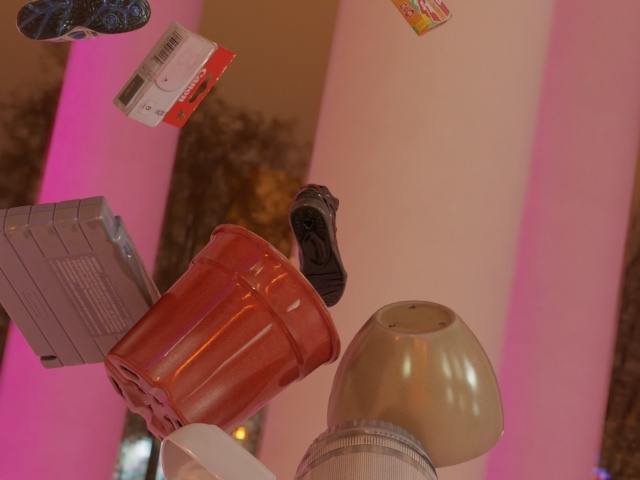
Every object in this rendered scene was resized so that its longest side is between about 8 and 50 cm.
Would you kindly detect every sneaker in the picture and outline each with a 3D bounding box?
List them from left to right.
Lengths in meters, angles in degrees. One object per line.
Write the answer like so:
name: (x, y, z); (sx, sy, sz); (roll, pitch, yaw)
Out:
sneaker: (-0.366, -0.349, 2.090); (0.211, 0.080, 0.081); (-7, 6, -21)
sneaker: (0.000, 0.000, 2.289); (0.087, 0.130, 0.227); (-5, -56, 13)

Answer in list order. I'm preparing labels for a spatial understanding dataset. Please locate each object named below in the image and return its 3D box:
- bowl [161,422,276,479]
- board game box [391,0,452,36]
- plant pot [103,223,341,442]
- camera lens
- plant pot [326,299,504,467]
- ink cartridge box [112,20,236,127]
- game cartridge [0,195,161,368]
bowl: (-0.100, 0.252, 1.427); (0.142, 0.053, 0.142); (37, -29, 14)
board game box: (0.127, -0.481, 2.409); (0.039, 0.259, 0.124); (-41, -2, 31)
plant pot: (-0.158, 0.161, 2.011); (0.272, 0.265, 0.272); (38, -26, 23)
camera lens: (0.061, 0.403, 1.885); (0.219, 0.219, 0.274); (10, 26, -1)
plant pot: (0.150, 0.206, 2.147); (0.284, 0.191, 0.284); (-1, 22, 0)
ink cartridge box: (-0.250, -0.287, 2.493); (0.066, 0.189, 0.232); (45, 12, 29)
game cartridge: (-0.373, 0.069, 2.070); (0.230, 0.068, 0.355); (-10, -40, 6)
